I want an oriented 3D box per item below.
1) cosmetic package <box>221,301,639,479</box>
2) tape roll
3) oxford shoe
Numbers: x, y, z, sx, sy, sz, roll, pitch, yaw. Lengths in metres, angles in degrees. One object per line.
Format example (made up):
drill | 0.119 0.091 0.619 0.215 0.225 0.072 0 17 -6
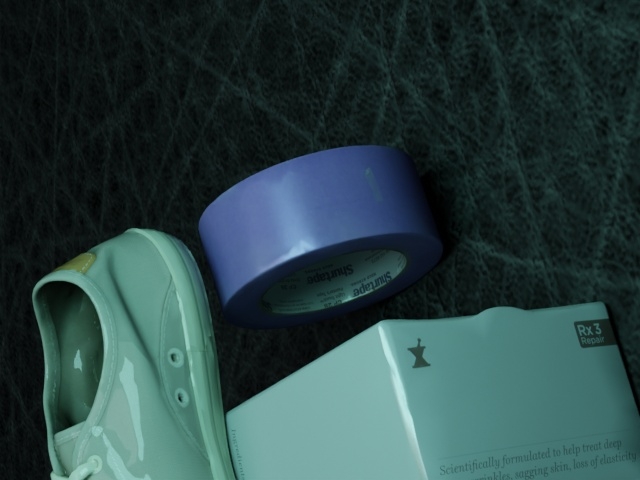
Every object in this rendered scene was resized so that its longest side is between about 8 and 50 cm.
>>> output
cosmetic package | 0.050 0.180 1.411 0.385 0.217 0.156 -34 65 54
tape roll | 0.000 0.000 1.484 0.189 0.189 0.080 -43 59 49
oxford shoe | -0.135 0.210 1.390 0.169 0.130 0.449 -29 70 52
